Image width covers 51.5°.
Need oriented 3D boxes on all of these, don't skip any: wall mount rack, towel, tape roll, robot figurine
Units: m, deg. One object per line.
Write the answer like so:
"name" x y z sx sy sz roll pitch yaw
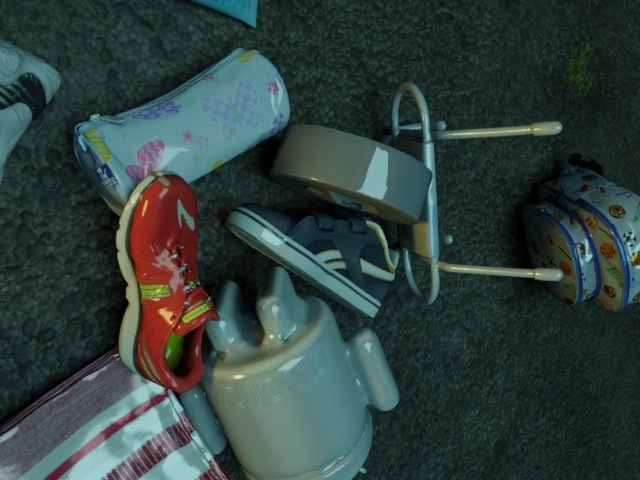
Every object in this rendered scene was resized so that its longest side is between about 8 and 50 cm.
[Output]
"wall mount rack" 0.211 -0.067 0.998 0.131 0.304 0.349 -11 105 -19
"towel" -0.248 0.320 0.847 0.237 0.037 0.328 -37 105 -32
"tape roll" 0.042 -0.089 0.928 0.219 0.219 0.072 21 84 -36
"robot figurine" -0.047 0.216 0.928 0.300 0.199 0.353 -16 112 11

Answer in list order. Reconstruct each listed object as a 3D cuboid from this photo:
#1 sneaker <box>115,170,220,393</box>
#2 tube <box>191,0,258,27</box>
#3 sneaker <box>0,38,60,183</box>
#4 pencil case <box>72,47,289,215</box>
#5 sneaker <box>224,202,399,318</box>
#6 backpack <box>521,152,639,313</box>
"sneaker" -0.166 0.055 0.789 0.107 0.118 0.278 -21 125 -46
"tube" -0.161 -0.339 0.851 0.207 0.052 0.080 3 101 -41
"sneaker" -0.382 -0.101 0.582 0.137 0.366 0.210 28 98 5
"pencil case" -0.169 -0.140 0.837 0.273 0.113 0.124 -34 101 -26
"sneaker" 0.000 0.000 0.974 0.321 0.126 0.127 35 82 -45
"backpack" 0.524 0.006 1.261 0.213 0.263 0.276 -28 114 -11
